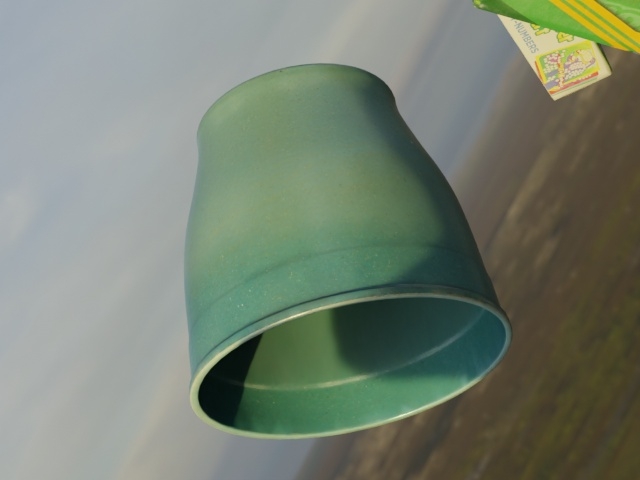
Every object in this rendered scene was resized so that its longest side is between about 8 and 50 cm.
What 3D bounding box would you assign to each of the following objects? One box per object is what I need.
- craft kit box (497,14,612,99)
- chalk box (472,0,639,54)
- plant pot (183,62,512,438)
[{"bbox_3d":[0.118,-0.261,1.219,0.061,0.247,0.250,-27,-33,13],"label":"craft kit box"},{"bbox_3d":[0.245,-0.191,0.837,0.180,0.288,0.179,117,165,-60],"label":"chalk box"},{"bbox_3d":[0.000,0.000,1.446,0.272,0.271,0.255,117,145,-56],"label":"plant pot"}]
